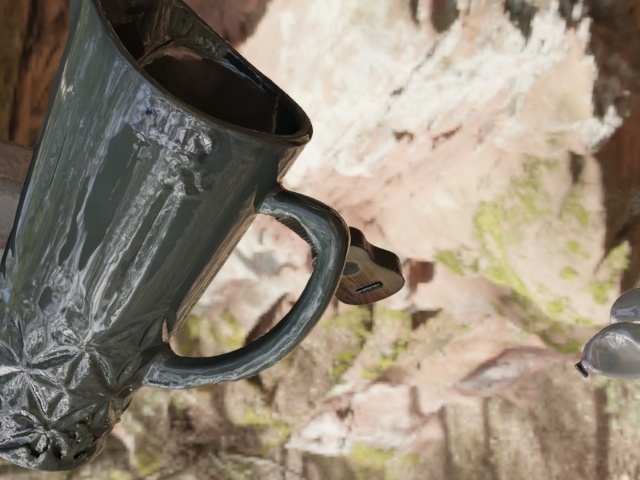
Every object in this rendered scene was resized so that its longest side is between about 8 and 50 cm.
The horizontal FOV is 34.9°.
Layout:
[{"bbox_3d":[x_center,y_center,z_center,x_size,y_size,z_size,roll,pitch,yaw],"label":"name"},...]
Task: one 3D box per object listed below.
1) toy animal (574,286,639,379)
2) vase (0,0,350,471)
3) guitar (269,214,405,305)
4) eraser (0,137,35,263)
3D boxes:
[{"bbox_3d":[0.405,0.079,0.993,0.247,0.183,0.310,32,157,24],"label":"toy animal"},{"bbox_3d":[-0.121,0.010,0.650,0.301,0.251,0.156,-60,-7,20],"label":"vase"},{"bbox_3d":[-0.001,-0.002,1.079,0.084,0.271,0.038,-24,53,22],"label":"guitar"},{"bbox_3d":[-0.285,-0.016,0.875,0.174,0.270,0.095,-28,66,27],"label":"eraser"}]
